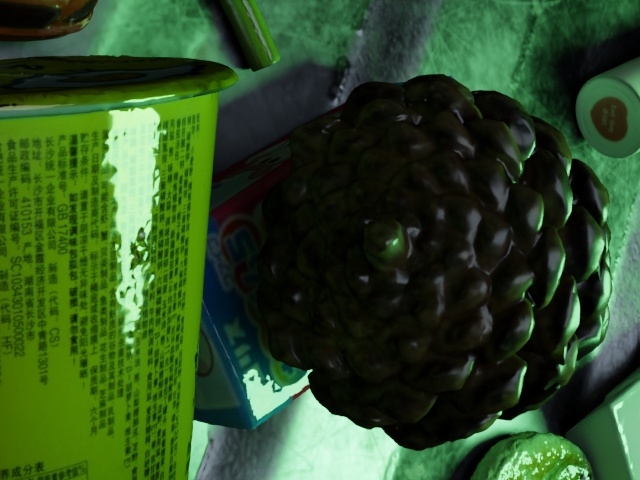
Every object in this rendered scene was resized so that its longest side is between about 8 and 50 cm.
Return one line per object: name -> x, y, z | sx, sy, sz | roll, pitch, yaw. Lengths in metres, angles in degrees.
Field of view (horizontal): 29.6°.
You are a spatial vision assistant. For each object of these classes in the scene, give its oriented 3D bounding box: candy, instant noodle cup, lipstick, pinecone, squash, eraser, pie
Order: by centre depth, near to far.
instant noodle cup -> -0.201, 0.032, 0.672 | 0.325, 0.325, 0.254 | -11, 105, -38
pinecone -> 0.089, 0.020, 0.815 | 0.257, 0.243, 0.244 | 28, 73, -39
squash -> -0.059, -0.175, 0.947 | 0.027, 0.027, 0.083 | -36, 110, -33
candy -> 0.001, 0.000, 0.949 | 0.305, 0.100, 0.157 | -32, 110, -33
pie -> 0.195, 0.271, 1.135 | 0.186, 0.041, 0.187 | 0, 90, -39
lipstick -> 0.401, -0.176, 1.272 | 0.326, 0.087, 0.087 | -25, 105, -36
eraser -> 0.422, 0.168, 1.288 | 0.396, 0.082, 0.213 | -31, 108, -34

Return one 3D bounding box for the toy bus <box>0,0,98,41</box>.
toy bus -> -0.194, -0.297, 0.764 | 0.143, 0.153, 0.329 | -1, 90, -40
